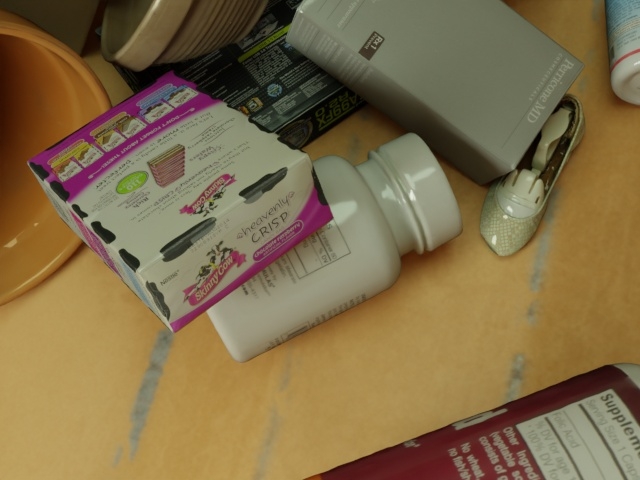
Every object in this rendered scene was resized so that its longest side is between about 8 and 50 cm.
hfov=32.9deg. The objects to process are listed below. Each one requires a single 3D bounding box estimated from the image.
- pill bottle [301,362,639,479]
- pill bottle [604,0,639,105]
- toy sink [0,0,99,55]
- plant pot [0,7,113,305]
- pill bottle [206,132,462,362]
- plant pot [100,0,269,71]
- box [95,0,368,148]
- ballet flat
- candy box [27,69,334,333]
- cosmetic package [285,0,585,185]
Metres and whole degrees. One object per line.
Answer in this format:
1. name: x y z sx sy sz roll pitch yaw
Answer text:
1. pill bottle: 0.174 0.220 0.773 0.392 0.224 0.224 -20 65 -2
2. pill bottle: 0.315 -0.215 1.026 0.087 0.087 0.160 -1 66 7
3. toy sink: -0.257 -0.309 1.050 0.131 0.234 0.152 12 64 -18
4. plant pot: -0.359 -0.099 0.972 0.291 0.291 0.203 -41 51 -11
5. pill bottle: 0.000 0.000 0.945 0.229 0.131 0.131 -27 65 -5
6. plant pot: -0.107 -0.256 0.992 0.110 0.237 0.237 19 64 -26
7. box: -0.054 -0.197 1.081 0.270 0.060 0.216 -35 66 -9
8. ballet flat: 0.193 -0.065 0.993 0.057 0.052 0.168 24 71 15
9. candy box: -0.121 -0.042 0.889 0.159 0.071 0.233 -36 39 -15
10. cosmetic package: 0.101 -0.170 0.978 0.238 0.107 0.127 34 80 -2
